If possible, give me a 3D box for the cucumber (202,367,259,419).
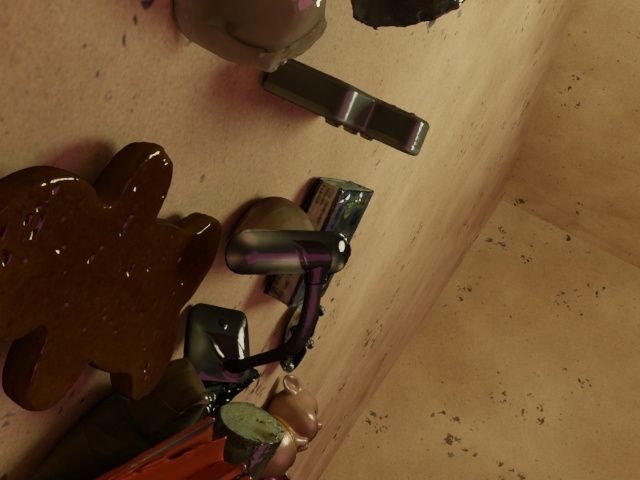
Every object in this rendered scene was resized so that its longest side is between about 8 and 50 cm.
[{"bbox_3d":[-0.183,0.254,1.224,0.078,0.062,0.211,-30,178,19],"label":"cucumber"}]

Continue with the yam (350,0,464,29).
[{"bbox_3d":[0.103,-0.396,0.765,0.271,0.201,0.203,68,13,-51],"label":"yam"}]

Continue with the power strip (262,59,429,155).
[{"bbox_3d":[0.053,-0.175,0.972,0.059,0.193,0.265,-66,161,10],"label":"power strip"}]

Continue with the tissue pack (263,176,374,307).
[{"bbox_3d":[0.000,0.000,1.297,0.236,0.073,0.173,-65,161,11],"label":"tissue pack"}]

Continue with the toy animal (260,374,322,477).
[{"bbox_3d":[-0.094,0.454,1.642,0.248,0.149,0.165,-57,180,-36],"label":"toy animal"}]

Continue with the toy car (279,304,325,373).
[{"bbox_3d":[-0.047,0.206,1.520,0.095,0.056,0.205,-44,159,-43],"label":"toy car"}]

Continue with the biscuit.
[{"bbox_3d":[-0.229,0.032,0.718,0.283,0.064,0.432,-66,164,-5],"label":"biscuit"}]

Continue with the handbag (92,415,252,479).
[{"bbox_3d":[-0.267,0.417,0.944,0.303,0.116,0.410,-24,153,-36],"label":"handbag"}]

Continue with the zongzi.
[{"bbox_3d":[-0.270,0.284,0.962,0.256,0.115,0.228,-35,163,-26],"label":"zongzi"}]

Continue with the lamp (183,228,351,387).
[{"bbox_3d":[-0.105,0.096,0.958,0.203,0.125,0.283,16,139,-41],"label":"lamp"}]

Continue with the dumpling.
[{"bbox_3d":[-0.072,-0.246,0.684,0.155,0.181,0.111,-32,-158,4],"label":"dumpling"}]

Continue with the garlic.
[{"bbox_3d":[-0.054,0.005,1.091,0.128,0.115,0.206,-67,165,-1],"label":"garlic"}]

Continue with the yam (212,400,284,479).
[{"bbox_3d":[-0.188,0.433,1.348,0.254,0.154,0.154,-54,162,-6],"label":"yam"}]

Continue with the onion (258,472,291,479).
[{"bbox_3d":[-0.165,0.830,2.007,0.349,0.159,0.267,-53,158,-26],"label":"onion"}]
